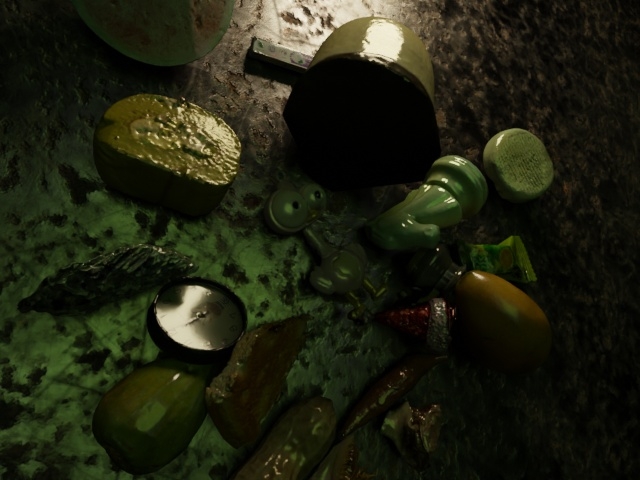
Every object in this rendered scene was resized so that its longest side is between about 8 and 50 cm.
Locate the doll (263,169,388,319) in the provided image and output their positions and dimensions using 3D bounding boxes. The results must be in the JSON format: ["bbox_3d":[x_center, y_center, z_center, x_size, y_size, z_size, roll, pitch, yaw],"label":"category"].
[{"bbox_3d":[-0.001,0.000,0.927,0.160,0.094,0.365,-34,92,-28],"label":"doll"}]

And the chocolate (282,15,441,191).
[{"bbox_3d":[0.118,-0.323,0.949,0.326,0.314,0.297,62,38,-36],"label":"chocolate"}]

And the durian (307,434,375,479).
[{"bbox_3d":[0.039,0.571,0.800,0.305,0.185,0.196,-49,120,-32],"label":"durian"}]

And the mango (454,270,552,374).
[{"bbox_3d":[0.408,0.188,0.947,0.173,0.211,0.317,-47,129,-10],"label":"mango"}]

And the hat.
[{"bbox_3d":[0.197,0.190,0.952,0.227,0.140,0.129,5,61,8],"label":"hat"}]

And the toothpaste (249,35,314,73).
[{"bbox_3d":[-0.079,-0.454,1.039,0.196,0.040,0.047,10,77,-19],"label":"toothpaste"}]

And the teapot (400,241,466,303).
[{"bbox_3d":[0.265,0.084,0.996,0.119,0.130,0.166,38,99,14],"label":"teapot"}]

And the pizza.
[{"bbox_3d":[-0.107,0.236,0.803,0.297,0.071,0.189,-52,138,-32],"label":"pizza"}]

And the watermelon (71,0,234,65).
[{"bbox_3d":[-0.351,-0.494,0.899,0.321,0.188,0.175,-1,32,-15],"label":"watermelon"}]

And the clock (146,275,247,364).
[{"bbox_3d":[-0.225,0.143,0.774,0.184,0.040,0.184,21,34,-14],"label":"clock"}]

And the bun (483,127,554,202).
[{"bbox_3d":[0.563,-0.215,1.201,0.221,0.108,0.221,2,81,-14],"label":"bun"}]

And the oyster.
[{"bbox_3d":[-0.380,0.072,0.741,0.252,0.199,0.087,-1,58,-53],"label":"oyster"}]

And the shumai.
[{"bbox_3d":[0.189,0.408,0.891,0.116,0.145,0.146,22,68,4],"label":"shumai"}]

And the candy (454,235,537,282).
[{"bbox_3d":[0.467,0.062,1.112,0.246,0.069,0.149,-6,74,-18],"label":"candy"}]

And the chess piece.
[{"bbox_3d":[0.255,-0.068,1.004,0.298,0.176,0.176,-37,92,-23],"label":"chess piece"}]

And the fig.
[{"bbox_3d":[-0.265,0.286,0.709,0.233,0.167,0.167,-33,90,-12],"label":"fig"}]

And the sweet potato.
[{"bbox_3d":[0.158,0.325,0.919,0.314,0.066,0.072,-29,125,-26],"label":"sweet potato"}]

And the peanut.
[{"bbox_3d":[-0.073,0.418,0.768,0.120,0.136,0.298,45,64,-6],"label":"peanut"}]

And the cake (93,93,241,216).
[{"bbox_3d":[-0.297,-0.172,0.819,0.260,0.156,0.179,21,54,-21],"label":"cake"}]
